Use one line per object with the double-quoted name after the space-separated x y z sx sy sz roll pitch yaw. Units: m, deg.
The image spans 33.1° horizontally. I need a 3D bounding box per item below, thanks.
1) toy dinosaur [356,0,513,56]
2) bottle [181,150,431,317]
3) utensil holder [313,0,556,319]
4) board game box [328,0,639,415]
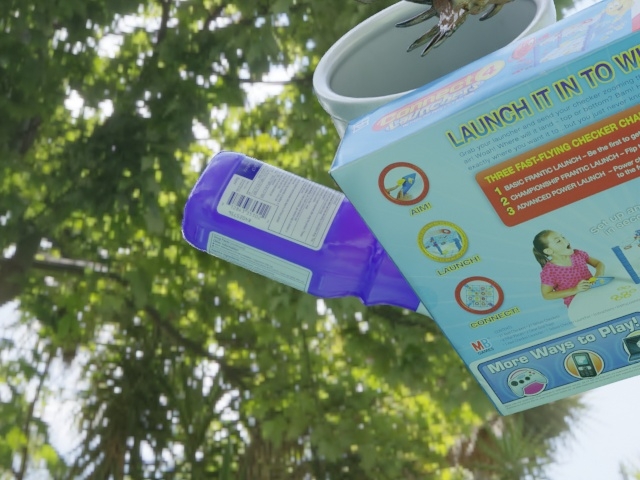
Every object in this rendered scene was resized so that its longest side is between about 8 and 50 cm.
0.064 -0.304 1.204 0.295 0.127 0.200 21 -13 24 "toy dinosaur"
0.000 0.000 1.142 0.283 0.118 0.092 21 -46 4 "bottle"
0.207 -0.114 1.482 0.327 0.327 0.385 -18 -61 12 "utensil holder"
0.218 -0.021 0.900 0.308 0.086 0.302 -22 -63 28 "board game box"
